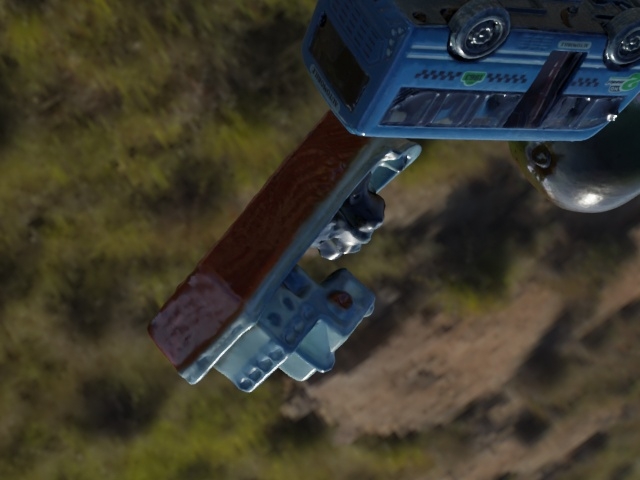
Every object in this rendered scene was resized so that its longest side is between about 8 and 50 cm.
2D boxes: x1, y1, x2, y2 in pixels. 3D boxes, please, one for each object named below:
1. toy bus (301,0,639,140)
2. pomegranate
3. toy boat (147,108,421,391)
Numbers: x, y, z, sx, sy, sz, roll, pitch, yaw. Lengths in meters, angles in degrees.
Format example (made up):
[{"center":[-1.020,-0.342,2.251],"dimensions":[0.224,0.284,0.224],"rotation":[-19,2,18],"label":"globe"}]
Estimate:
[{"center":[0.118,-0.140,1.097],"dimensions":[0.246,0.113,0.134],"rotation":[-2,135,-35],"label":"toy bus"},{"center":[0.299,-0.128,1.632],"dimensions":[0.209,0.180,0.180],"rotation":[-32,157,-23],"label":"pomegranate"},{"center":[0.000,0.000,1.290],"dimensions":[0.145,0.133,0.332],"rotation":[-47,-176,43],"label":"toy boat"}]
